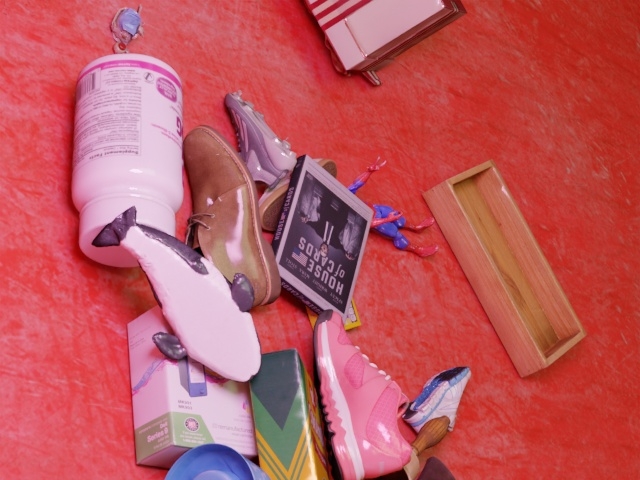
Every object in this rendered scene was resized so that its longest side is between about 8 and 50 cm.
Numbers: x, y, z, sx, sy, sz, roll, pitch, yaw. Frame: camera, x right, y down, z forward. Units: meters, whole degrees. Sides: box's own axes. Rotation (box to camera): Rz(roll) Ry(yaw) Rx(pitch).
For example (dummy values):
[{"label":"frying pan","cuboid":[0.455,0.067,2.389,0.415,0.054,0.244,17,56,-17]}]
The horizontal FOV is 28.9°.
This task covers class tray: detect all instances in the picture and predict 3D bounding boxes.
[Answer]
[{"label":"tray","cuboid":[0.372,0.052,2.496,0.203,0.076,0.411,-25,86,-53]}]

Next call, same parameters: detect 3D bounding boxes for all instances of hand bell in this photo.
[{"label":"hand bell","cuboid":[0.151,0.343,2.014,0.242,0.126,0.126,-28,88,-53]}]

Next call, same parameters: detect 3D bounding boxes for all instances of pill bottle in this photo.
[{"label":"pill bottle","cuboid":[-0.278,-0.115,1.799,0.160,0.160,0.283,22,52,-38]}]

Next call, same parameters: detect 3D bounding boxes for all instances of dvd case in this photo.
[{"label":"dvd case","cuboid":[0.000,0.000,2.066,0.179,0.029,0.239,39,50,-32]}]

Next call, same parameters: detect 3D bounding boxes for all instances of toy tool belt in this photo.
[{"label":"toy tool belt","cuboid":[-0.309,-0.341,2.000,0.052,0.051,0.083,31,46,-32]}]

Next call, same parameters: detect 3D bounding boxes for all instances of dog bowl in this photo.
[{"label":"dog bowl","cuboid":[-0.129,0.417,1.613,0.074,0.166,0.297,26,56,-51]}]

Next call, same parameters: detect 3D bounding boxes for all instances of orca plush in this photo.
[{"label":"orca plush","cuboid":[-0.193,0.078,1.717,0.287,0.102,0.151,35,87,-10]}]

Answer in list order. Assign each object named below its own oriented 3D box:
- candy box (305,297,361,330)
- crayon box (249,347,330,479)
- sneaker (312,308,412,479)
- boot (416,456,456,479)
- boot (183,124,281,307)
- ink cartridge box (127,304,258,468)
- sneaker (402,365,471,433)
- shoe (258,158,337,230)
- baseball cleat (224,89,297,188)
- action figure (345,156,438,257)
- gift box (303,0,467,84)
[{"label":"candy box","cuboid":[0.001,0.058,2.092,0.105,0.027,0.206,-13,84,-49]},{"label":"crayon box","cuboid":[-0.033,0.336,1.767,0.202,0.081,0.319,72,8,-66]},{"label":"sneaker","cuboid":[0.064,0.240,1.925,0.136,0.116,0.314,-7,49,-6]},{"label":"boot","cuboid":[0.214,0.496,2.012,0.248,0.090,0.207,53,40,-4]},{"label":"boot","cuboid":[-0.164,-0.036,1.931,0.115,0.112,0.305,-13,78,-40]},{"label":"ink cartridge box","cuboid":[-0.182,0.210,1.752,0.154,0.093,0.212,17,52,-41]},{"label":"sneaker","cuboid":[0.214,0.290,2.176,0.190,0.071,0.083,-39,103,-44]},{"label":"shoe","cuboid":[-0.052,-0.081,2.123,0.219,0.058,0.077,-37,133,-45]},{"label":"baseball cleat","cuboid":[-0.124,-0.165,2.081,0.072,0.109,0.206,28,17,-49]},{"label":"action figure","cuboid":[0.128,-0.057,2.246,0.280,0.139,0.091,17,53,-39]},{"label":"gift box","cuboid":[0.114,-0.460,2.399,0.255,0.258,0.276,63,18,7]}]
